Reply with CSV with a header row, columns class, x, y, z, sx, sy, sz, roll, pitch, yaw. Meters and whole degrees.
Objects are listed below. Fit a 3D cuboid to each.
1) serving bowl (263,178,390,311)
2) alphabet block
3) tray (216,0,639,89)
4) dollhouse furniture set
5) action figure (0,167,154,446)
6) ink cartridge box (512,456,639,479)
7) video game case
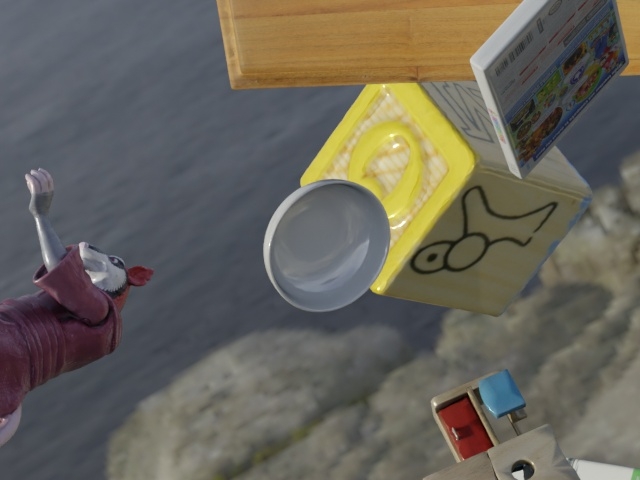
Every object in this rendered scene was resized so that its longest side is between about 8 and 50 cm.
class,x,y,z,sx,sy,sz,roll,pitch,yaw
serving bowl,0.000,0.000,1.102,0.083,0.083,0.027,-32,32,-15
alphabet block,0.133,-0.055,1.944,0.192,0.197,0.193,-55,48,21
tray,0.098,-0.233,1.480,0.410,0.203,0.076,1,18,31
dollhouse furniture set,0.142,0.200,1.663,0.129,0.129,0.184,-23,55,-5
action figure,-0.319,0.113,1.954,0.370,0.276,0.248,-25,-23,-32
ink cartridge box,0.315,0.288,1.931,0.208,0.153,0.087,4,75,43
video game case,0.116,-0.089,0.908,0.011,0.122,0.087,39,81,27
